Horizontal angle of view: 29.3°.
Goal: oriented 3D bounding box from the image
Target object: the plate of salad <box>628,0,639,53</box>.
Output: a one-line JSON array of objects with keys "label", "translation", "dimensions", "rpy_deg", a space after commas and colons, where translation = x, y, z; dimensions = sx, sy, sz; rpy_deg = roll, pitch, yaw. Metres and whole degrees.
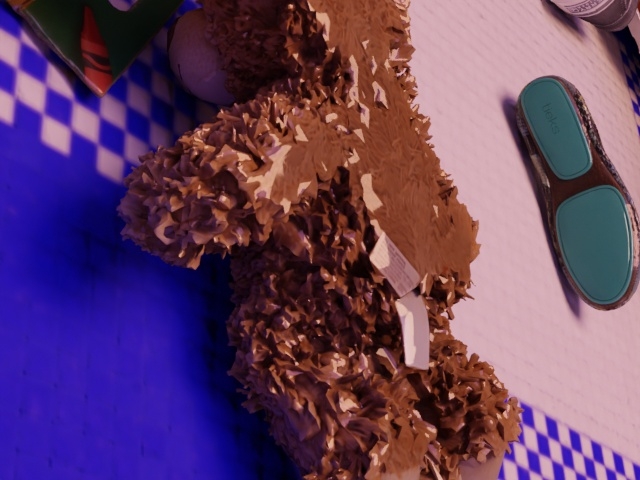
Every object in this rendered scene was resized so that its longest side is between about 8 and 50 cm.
[{"label": "plate of salad", "translation": [0.340, -0.230, 1.250], "dimensions": [0.200, 0.048, 0.199], "rpy_deg": [52, 25, -37]}]

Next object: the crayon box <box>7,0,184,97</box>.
[{"label": "crayon box", "translation": [-0.139, -0.247, 0.559], "dimensions": [0.318, 0.081, 0.202], "rpy_deg": [52, 34, -21]}]

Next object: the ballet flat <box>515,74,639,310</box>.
[{"label": "ballet flat", "translation": [0.202, -0.036, 0.936], "dimensions": [0.070, 0.070, 0.188], "rpy_deg": [5, 68, -54]}]

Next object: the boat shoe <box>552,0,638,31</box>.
[{"label": "boat shoe", "translation": [0.250, -0.340, 1.166], "dimensions": [0.102, 0.108, 0.301], "rpy_deg": [21, 55, -48]}]

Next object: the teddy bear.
[{"label": "teddy bear", "translation": [0.000, 0.000, 0.595], "dimensions": [0.245, 0.113, 0.338], "rpy_deg": [-37, 108, -50]}]
